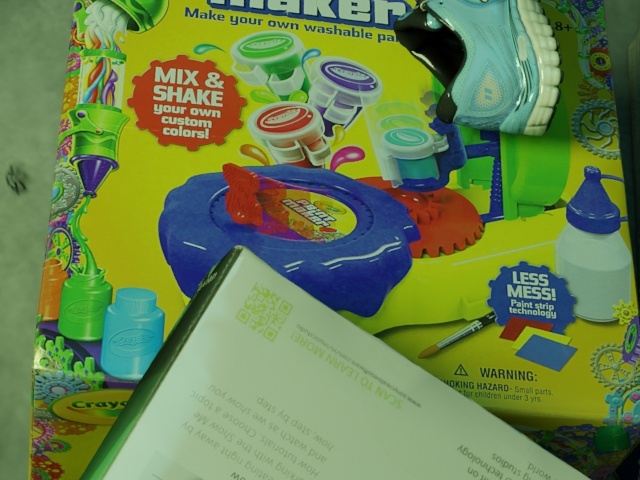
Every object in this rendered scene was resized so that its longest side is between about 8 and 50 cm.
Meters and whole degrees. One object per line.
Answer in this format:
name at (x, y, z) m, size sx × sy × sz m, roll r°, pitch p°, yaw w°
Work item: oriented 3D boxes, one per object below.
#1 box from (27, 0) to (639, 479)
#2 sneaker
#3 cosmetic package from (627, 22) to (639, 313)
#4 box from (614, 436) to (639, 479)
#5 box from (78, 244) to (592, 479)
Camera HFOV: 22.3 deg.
box at (0.000, 0.000, 0.877) m, size 0.289 × 0.177 × 0.279 m, roll 5°, pitch 57°, yaw -8°
sneaker at (0.072, -0.126, 0.828) m, size 0.073 × 0.063 × 0.162 m, roll -5°, pitch 59°, yaw -11°
cosmetic package at (0.279, -0.087, 0.952) m, size 0.138 × 0.225 × 0.224 m, roll 8°, pitch 57°, yaw -6°
box at (0.254, 0.108, 0.927) m, size 0.169 × 0.059 × 0.054 m, roll -18°, pitch 65°, yaw -20°
box at (-0.022, 0.196, 0.653) m, size 0.232 × 0.058 × 0.322 m, roll 34°, pitch 66°, yaw -8°
